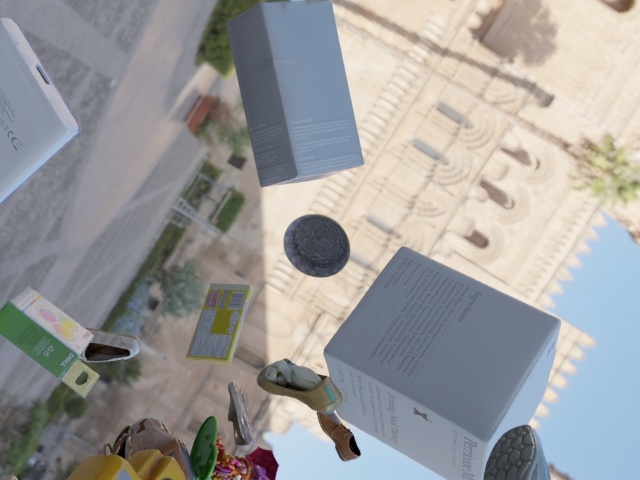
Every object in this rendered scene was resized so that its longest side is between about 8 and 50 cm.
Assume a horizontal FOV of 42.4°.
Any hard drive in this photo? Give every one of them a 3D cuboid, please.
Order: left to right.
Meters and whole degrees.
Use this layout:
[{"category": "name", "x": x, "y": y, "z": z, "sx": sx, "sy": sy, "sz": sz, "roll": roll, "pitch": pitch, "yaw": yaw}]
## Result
[{"category": "hard drive", "x": -0.544, "y": -0.171, "z": 1.323, "sx": 0.319, "sy": 0.210, "sz": 0.040, "roll": -34, "pitch": 175, "yaw": 25}]

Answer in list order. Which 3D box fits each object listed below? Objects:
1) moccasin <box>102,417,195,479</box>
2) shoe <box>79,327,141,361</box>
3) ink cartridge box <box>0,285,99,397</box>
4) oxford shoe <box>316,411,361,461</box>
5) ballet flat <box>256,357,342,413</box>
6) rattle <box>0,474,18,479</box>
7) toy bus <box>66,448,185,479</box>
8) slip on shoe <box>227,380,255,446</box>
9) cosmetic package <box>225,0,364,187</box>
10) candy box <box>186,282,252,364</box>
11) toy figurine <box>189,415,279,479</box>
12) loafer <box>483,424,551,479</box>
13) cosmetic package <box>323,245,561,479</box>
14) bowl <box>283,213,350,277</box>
[{"category": "moccasin", "x": -0.342, "y": 0.422, "z": 1.543, "sx": 0.147, "sy": 0.139, "sz": 0.380, "roll": -16, "pitch": -175, "yaw": -21}, {"category": "shoe", "x": -0.563, "y": 0.265, "z": 2.073, "sx": 0.058, "sy": 0.219, "sz": 0.076, "roll": -74, "pitch": 163, "yaw": -66}, {"category": "ink cartridge box", "x": -0.474, "y": 0.178, "z": 1.477, "sx": 0.062, "sy": 0.209, "sz": 0.109, "roll": -49, "pitch": -171, "yaw": 8}, {"category": "oxford shoe", "x": 0.062, "y": 0.592, "z": 2.583, "sx": 0.076, "sy": 0.212, "sz": 0.076, "roll": -24, "pitch": -169, "yaw": 43}, {"category": "ballet flat", "x": -0.047, "y": 0.254, "z": 1.537, "sx": 0.080, "sy": 0.073, "sz": 0.232, "roll": -39, "pitch": -150, "yaw": -31}, {"category": "rattle", "x": -0.715, "y": 0.607, "z": 1.779, "sx": 0.200, "sy": 0.142, "sz": 0.130, "roll": -36, "pitch": -148, "yaw": 3}, {"category": "toy bus", "x": -0.342, "y": 0.427, "z": 1.194, "sx": 0.108, "sy": 0.130, "sz": 0.332, "roll": -15, "pitch": -156, "yaw": 38}, {"category": "slip on shoe", "x": -0.168, "y": 0.350, "z": 1.658, "sx": 0.041, "sy": 0.135, "sz": 0.051, "roll": -15, "pitch": -167, "yaw": 6}, {"category": "cosmetic package", "x": -0.034, "y": -0.202, "z": 1.134, "sx": 0.107, "sy": 0.127, "sz": 0.237, "roll": -12, "pitch": -90, "yaw": 53}, {"category": "candy box", "x": -0.232, "y": 0.190, "z": 1.917, "sx": 0.027, "sy": 0.105, "sz": 0.205, "roll": 67, "pitch": 30, "yaw": -49}, {"category": "toy figurine", "x": -0.150, "y": 0.423, "z": 1.558, "sx": 0.130, "sy": 0.159, "sz": 0.173, "roll": -67, "pitch": -162, "yaw": -1}, {"category": "loafer", "x": 0.342, "y": 0.450, "z": 1.394, "sx": 0.112, "sy": 0.111, "sz": 0.319, "roll": -27, "pitch": -156, "yaw": 32}, {"category": "cosmetic package", "x": 0.267, "y": 0.287, "z": 1.819, "sx": 0.327, "sy": 0.394, "sz": 0.329, "roll": -51, "pitch": 151, "yaw": -26}, {"category": "bowl", "x": 0.000, "y": 0.000, "z": 2.027, "sx": 0.170, "sy": 0.170, "sz": 0.080, "roll": -54, "pitch": -179, "yaw": 27}]
